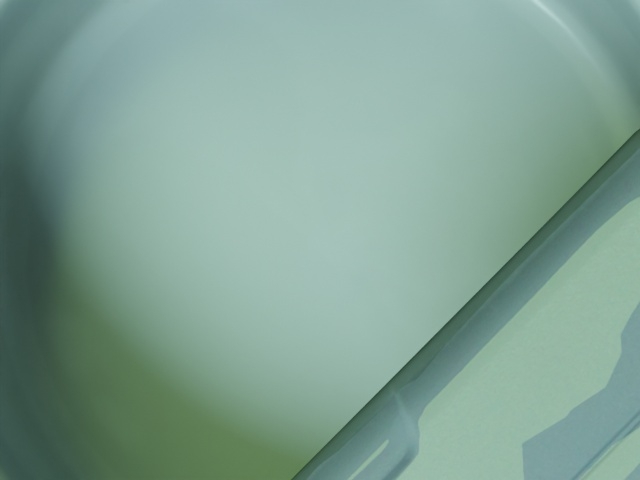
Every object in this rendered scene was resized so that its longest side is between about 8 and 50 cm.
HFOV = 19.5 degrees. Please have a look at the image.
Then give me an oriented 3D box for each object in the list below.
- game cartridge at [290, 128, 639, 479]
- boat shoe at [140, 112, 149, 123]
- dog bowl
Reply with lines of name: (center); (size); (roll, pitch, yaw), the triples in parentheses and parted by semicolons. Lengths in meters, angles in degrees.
game cartridge: (0.145, 0.113, 0.494); (0.196, 0.060, 0.294); (-45, 72, -4)
boat shoe: (-0.102, -0.010, 0.769); (0.355, 0.132, 0.130); (-42, 47, 1)
dog bowl: (0.000, 0.000, 0.620); (0.265, 0.104, 0.265); (0, 86, 3)
